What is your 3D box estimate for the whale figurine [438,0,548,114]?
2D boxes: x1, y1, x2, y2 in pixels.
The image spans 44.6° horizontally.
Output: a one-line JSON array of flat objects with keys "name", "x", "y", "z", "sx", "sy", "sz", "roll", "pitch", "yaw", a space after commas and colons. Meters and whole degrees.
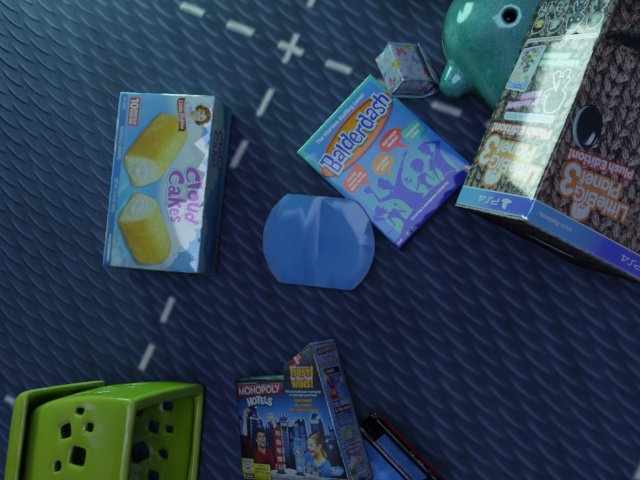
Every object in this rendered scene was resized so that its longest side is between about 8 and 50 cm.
[{"name": "whale figurine", "x": 0.269, "y": -0.241, "z": 1.074, "sx": 0.216, "sy": 0.141, "sz": 0.271, "roll": -13, "pitch": 85, "yaw": 9}]

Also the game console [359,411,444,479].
[{"name": "game console", "x": 0.088, "y": 0.327, "z": 1.088, "sx": 0.144, "sy": 0.124, "sz": 0.085, "roll": 44, "pitch": 67, "yaw": 11}]

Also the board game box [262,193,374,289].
[{"name": "board game box", "x": 0.000, "y": 0.000, "z": 1.150, "sx": 0.169, "sy": 0.033, "sz": 0.133, "roll": 5, "pitch": 98, "yaw": 14}]

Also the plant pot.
[{"name": "plant pot", "x": -0.308, "y": 0.309, "z": 1.096, "sx": 0.207, "sy": 0.227, "sz": 0.228, "roll": 4, "pitch": 86, "yaw": 17}]

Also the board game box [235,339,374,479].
[{"name": "board game box", "x": -0.028, "y": 0.240, "z": 1.103, "sx": 0.194, "sy": 0.060, "sz": 0.194, "roll": -7, "pitch": 85, "yaw": 36}]

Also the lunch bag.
[{"name": "lunch bag", "x": 0.133, "y": -0.248, "z": 1.132, "sx": 0.083, "sy": 0.053, "sz": 0.071, "roll": -3, "pitch": 65, "yaw": -32}]

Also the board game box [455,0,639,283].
[{"name": "board game box", "x": 0.349, "y": -0.126, "z": 0.993, "sx": 0.232, "sy": 0.141, "sz": 0.291, "roll": 22, "pitch": 90, "yaw": -27}]

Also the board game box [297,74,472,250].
[{"name": "board game box", "x": 0.096, "y": -0.114, "z": 1.143, "sx": 0.210, "sy": 0.047, "sz": 0.160, "roll": 44, "pitch": 94, "yaw": 12}]

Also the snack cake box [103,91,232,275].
[{"name": "snack cake box", "x": -0.228, "y": -0.084, "z": 1.180, "sx": 0.152, "sy": 0.089, "sz": 0.264, "roll": 4, "pitch": 86, "yaw": 12}]
